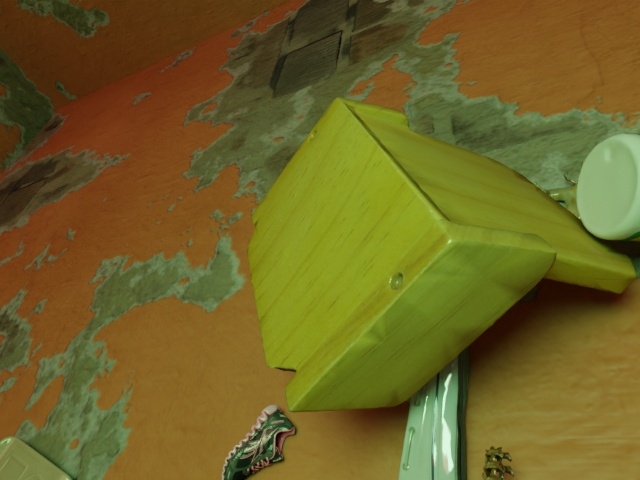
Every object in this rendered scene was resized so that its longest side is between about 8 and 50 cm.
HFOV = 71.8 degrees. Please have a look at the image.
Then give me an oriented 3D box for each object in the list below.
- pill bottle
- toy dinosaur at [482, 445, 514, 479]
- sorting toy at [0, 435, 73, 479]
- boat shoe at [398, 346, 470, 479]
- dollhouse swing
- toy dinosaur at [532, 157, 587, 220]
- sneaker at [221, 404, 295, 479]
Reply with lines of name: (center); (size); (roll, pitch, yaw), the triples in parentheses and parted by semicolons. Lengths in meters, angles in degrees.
pill bottle: (0.412, -0.053, 0.481); (0.209, 0.117, 0.117); (3, 47, 0)
toy dinosaur: (0.181, 0.318, 0.303); (0.218, 0.164, 0.322); (-34, 60, 24)
sorting toy: (-0.507, 0.440, 0.703); (0.208, 0.038, 0.193); (7, 55, 31)
boat shoe: (0.127, 0.174, 0.512); (0.076, 0.083, 0.226); (-6, 49, 27)
dollhouse swing: (0.126, 0.018, 0.571); (0.315, 0.305, 0.347); (-51, 33, 20)
toy dinosaur: (0.388, -0.058, 0.608); (0.183, 0.053, 0.092); (32, 88, 49)
sneaker: (-0.079, 0.278, 0.579); (0.057, 0.047, 0.119); (26, 68, 32)
